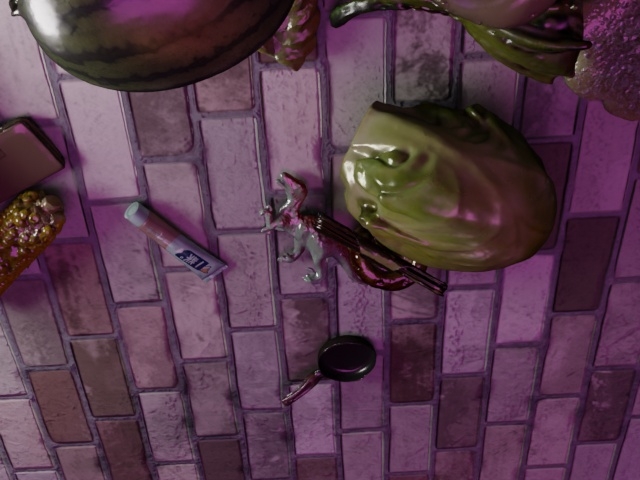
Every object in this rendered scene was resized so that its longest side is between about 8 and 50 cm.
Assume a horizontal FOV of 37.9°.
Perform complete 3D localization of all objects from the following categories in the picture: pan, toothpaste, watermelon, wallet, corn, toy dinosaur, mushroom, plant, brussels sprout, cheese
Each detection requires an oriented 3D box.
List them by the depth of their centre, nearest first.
[{"bbox_3d":[0.215,-0.351,1.074,0.175,0.091,0.203,29,115,20],"label":"cheese"},{"bbox_3d":[-0.202,-0.315,1.099,0.359,0.279,0.279,-16,129,1],"label":"watermelon"},{"bbox_3d":[0.194,-0.277,1.217,0.333,0.180,0.251,-10,175,-4],"label":"plant"},{"bbox_3d":[0.193,-0.078,1.366,0.328,0.247,0.328,22,164,6],"label":"brussels sprout"},{"bbox_3d":[-0.490,-0.124,1.452,0.152,0.039,0.118,-23,132,13],"label":"wallet"},{"bbox_3d":[0.092,0.024,1.455,0.232,0.122,0.031,29,92,6],"label":"wallet"},{"bbox_3d":[-0.525,0.025,1.543,0.097,0.097,0.320,32,123,-26],"label":"corn"},{"bbox_3d":[0.108,0.003,1.558,0.135,0.080,0.171,-26,114,0],"label":"mushroom"},{"bbox_3d":[0.000,0.000,1.563,0.242,0.053,0.167,28,121,-14],"label":"toy dinosaur"},{"bbox_3d":[-0.244,0.005,1.575,0.056,0.036,0.205,-31,128,23],"label":"toothpaste"},{"bbox_3d":[0.011,0.251,1.784,0.212,0.040,0.115,-35,124,16],"label":"pan"}]

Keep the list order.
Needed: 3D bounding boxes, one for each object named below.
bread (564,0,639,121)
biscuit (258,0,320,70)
[{"bbox_3d":[0.446,-0.295,1.337,0.207,0.056,0.287,2,129,-6],"label":"bread"},{"bbox_3d":[-0.121,-0.348,1.279,0.273,0.036,0.187,14,124,-12],"label":"biscuit"}]
